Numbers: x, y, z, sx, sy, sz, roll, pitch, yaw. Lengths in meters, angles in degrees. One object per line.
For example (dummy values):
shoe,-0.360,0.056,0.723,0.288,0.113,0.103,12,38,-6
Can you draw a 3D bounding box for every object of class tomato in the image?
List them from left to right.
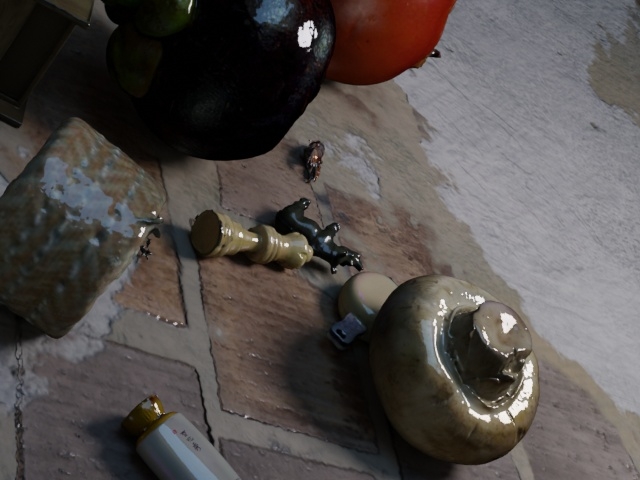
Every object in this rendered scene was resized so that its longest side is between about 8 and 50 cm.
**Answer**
tomato,0.056,-0.396,2.151,0.321,0.321,0.321,29,33,-21

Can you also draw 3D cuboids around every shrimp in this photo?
shrimp,-0.010,-0.119,1.990,0.029,0.038,0.092,-5,38,6

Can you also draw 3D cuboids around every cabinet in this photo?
cabinet,-0.367,-0.284,1.659,0.148,0.175,0.215,27,35,-24

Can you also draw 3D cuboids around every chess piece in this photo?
chess piece,-0.078,0.004,1.746,0.172,0.060,0.060,13,42,-43

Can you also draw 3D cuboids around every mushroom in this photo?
mushroom,0.171,0.151,1.710,0.255,0.184,0.255,27,37,-22

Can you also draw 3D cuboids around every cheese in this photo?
cheese,0.060,0.100,1.785,0.092,0.047,0.171,34,31,-9

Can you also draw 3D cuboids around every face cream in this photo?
face cream,-0.124,0.234,1.409,0.182,0.051,0.072,46,35,8

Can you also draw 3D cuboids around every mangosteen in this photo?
mangosteen,-0.134,-0.248,1.775,0.300,0.300,0.300,29,33,-21

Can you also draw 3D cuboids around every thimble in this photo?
thimble,-0.260,-0.012,1.432,0.148,0.196,0.229,40,1,-10

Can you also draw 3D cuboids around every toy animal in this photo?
toy animal,0.000,0.000,1.835,0.136,0.047,0.065,40,25,2

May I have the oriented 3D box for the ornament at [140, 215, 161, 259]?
ornament,-0.214,-0.026,1.654,0.073,0.028,0.125,14,39,-37
